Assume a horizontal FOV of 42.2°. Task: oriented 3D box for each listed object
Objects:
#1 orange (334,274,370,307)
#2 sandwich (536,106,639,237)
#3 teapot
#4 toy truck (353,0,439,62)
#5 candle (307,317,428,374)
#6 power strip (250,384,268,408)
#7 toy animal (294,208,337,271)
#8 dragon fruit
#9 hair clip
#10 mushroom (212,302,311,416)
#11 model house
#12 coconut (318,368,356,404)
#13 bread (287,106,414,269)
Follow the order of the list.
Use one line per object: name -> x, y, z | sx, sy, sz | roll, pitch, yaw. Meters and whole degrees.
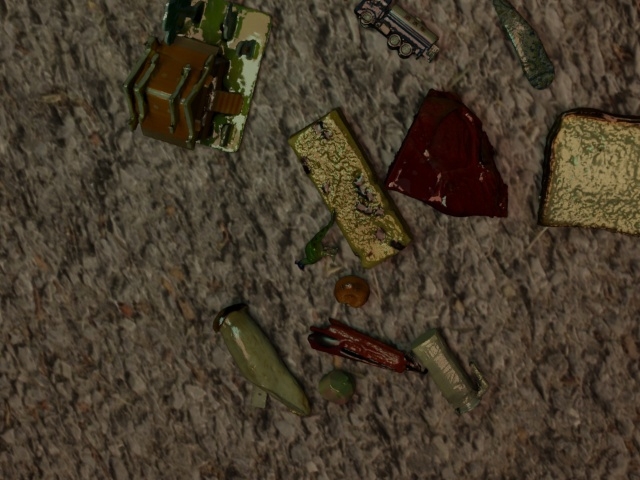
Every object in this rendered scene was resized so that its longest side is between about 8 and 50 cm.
orange -> 0.075, 0.114, 1.943 | 0.086, 0.062, 0.086 | 4, 131, 4
sandwich -> 0.632, -0.144, 1.796 | 0.301, 0.099, 0.271 | 8, 98, 9
teapot -> 0.310, 0.301, 1.943 | 0.107, 0.077, 0.200 | -33, 95, 13
toy truck -> 0.170, -0.461, 1.802 | 0.201, 0.074, 0.088 | 38, 99, -2
candle -> 0.109, 0.261, 1.951 | 0.301, 0.059, 0.084 | 20, 94, 18
power strip -> -0.149, 0.374, 2.052 | 0.040, 0.016, 0.090 | 9, 102, 6
toy animal -> 0.014, 0.008, 1.910 | 0.075, 0.041, 0.217 | 26, 136, -10
dragon fruit -> 0.289, -0.161, 1.826 | 0.330, 0.240, 0.302 | 30, 76, -21
hair clip -> 0.438, -0.430, 1.791 | 0.066, 0.036, 0.229 | -31, 96, 6
mushroom -> -0.140, 0.299, 1.990 | 0.087, 0.107, 0.333 | -20, 104, 56
model house -> -0.268, -0.367, 1.763 | 0.242, 0.313, 0.358 | 19, 103, 1
coconut -> 0.045, 0.351, 1.991 | 0.081, 0.082, 0.083 | -35, 53, 38
bread -> 0.072, -0.112, 1.887 | 0.138, 0.077, 0.361 | -29, 97, 14
